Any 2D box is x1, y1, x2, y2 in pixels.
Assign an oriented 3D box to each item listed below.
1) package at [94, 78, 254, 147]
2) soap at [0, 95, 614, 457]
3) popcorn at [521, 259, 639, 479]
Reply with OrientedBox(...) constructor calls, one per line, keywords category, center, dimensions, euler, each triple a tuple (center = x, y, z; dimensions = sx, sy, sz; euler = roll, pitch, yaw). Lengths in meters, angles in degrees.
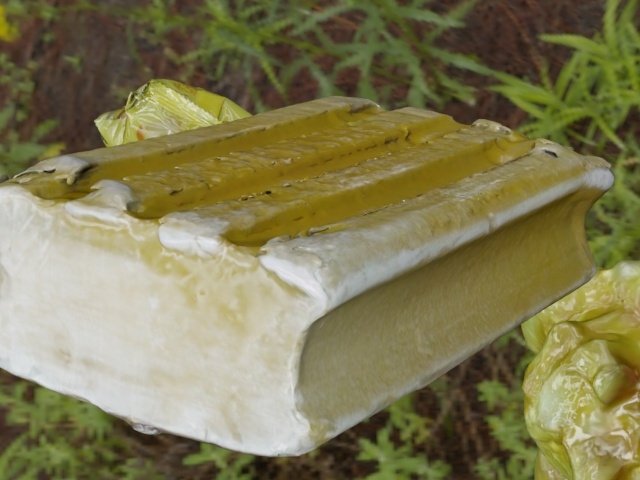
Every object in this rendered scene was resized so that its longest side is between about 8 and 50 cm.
OrientedBox(category="package", center=(-0.129, -0.095, 1.440), dimensions=(0.090, 0.168, 0.226), euler=(-68, 12, -12))
OrientedBox(category="soap", center=(0.000, 0.000, 0.667), dimensions=(0.173, 0.274, 0.089), euler=(13, 109, 30))
OrientedBox(category="popcorn", center=(0.305, 0.162, 1.328), dimensions=(0.321, 0.290, 0.325), euler=(38, 117, -11))
